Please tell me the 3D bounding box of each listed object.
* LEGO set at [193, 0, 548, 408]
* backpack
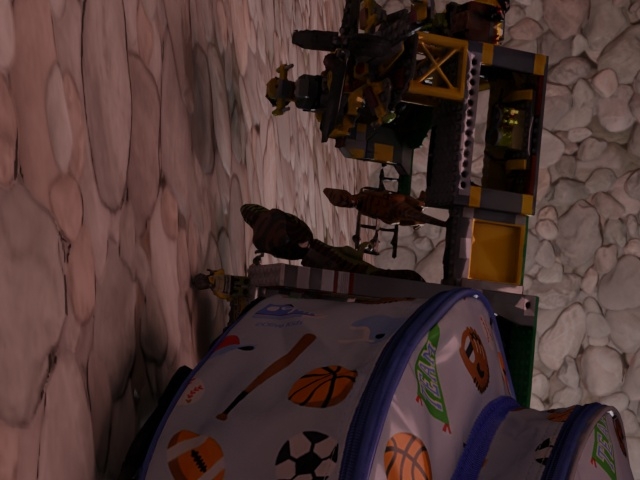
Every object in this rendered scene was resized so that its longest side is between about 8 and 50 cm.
[{"bbox_3d":[0.000,0.000,0.853,0.255,0.192,0.331,-165,-96,-66],"label":"LEGO set"},{"bbox_3d":[0.030,0.156,0.615,0.276,0.213,0.263,-62,136,-58],"label":"backpack"}]
